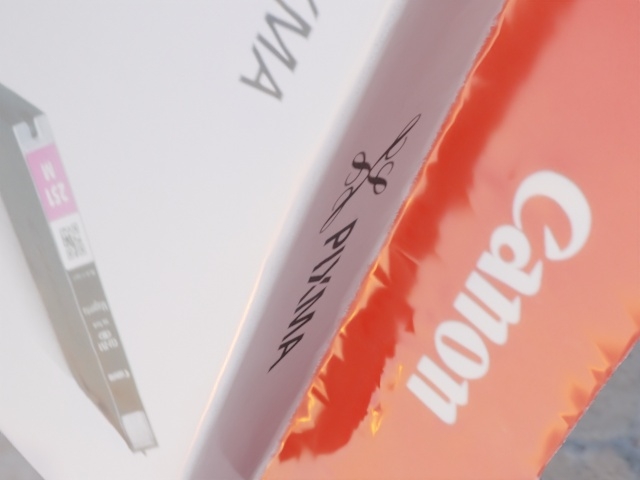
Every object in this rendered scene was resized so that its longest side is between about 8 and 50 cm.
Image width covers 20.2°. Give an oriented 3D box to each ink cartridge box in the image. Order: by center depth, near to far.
[{"bbox_3d":[0.000,0.000,0.444,0.239,0.060,0.275,44,139,17],"label":"ink cartridge box"}]
